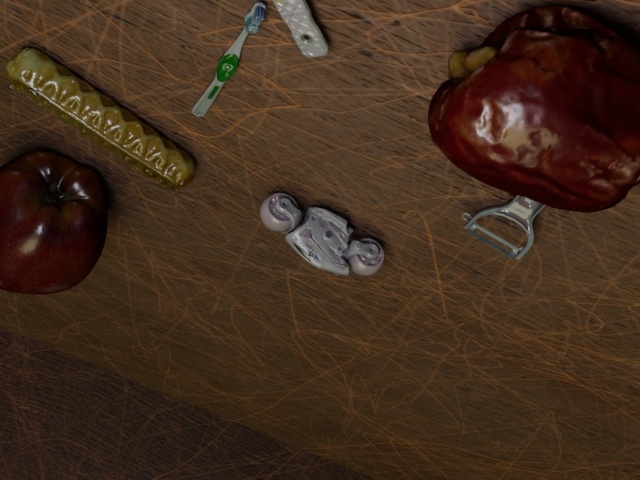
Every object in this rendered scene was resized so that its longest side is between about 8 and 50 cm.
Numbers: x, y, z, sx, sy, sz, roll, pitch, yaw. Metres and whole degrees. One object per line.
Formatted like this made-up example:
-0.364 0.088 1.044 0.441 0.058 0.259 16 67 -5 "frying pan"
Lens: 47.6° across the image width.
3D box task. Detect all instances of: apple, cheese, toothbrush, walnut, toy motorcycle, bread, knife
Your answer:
-0.584 -0.031 1.496 0.288 0.288 0.317 32 138 -19 "apple"
-0.052 -0.329 0.909 0.127 0.050 0.255 -1 145 30 "cheese"
-0.143 -0.262 1.098 0.030 0.030 0.304 29 151 -15 "toothbrush"
0.274 -0.144 0.866 0.269 0.221 0.244 33 180 -8 "walnut"
0.000 0.000 1.348 0.254 0.112 0.112 27 149 -8 "toy motorcycle"
-0.378 -0.207 1.279 0.367 0.084 0.077 35 -171 -21 "bread"
0.318 -0.071 1.096 0.123 0.053 0.278 27 149 -2 "knife"
